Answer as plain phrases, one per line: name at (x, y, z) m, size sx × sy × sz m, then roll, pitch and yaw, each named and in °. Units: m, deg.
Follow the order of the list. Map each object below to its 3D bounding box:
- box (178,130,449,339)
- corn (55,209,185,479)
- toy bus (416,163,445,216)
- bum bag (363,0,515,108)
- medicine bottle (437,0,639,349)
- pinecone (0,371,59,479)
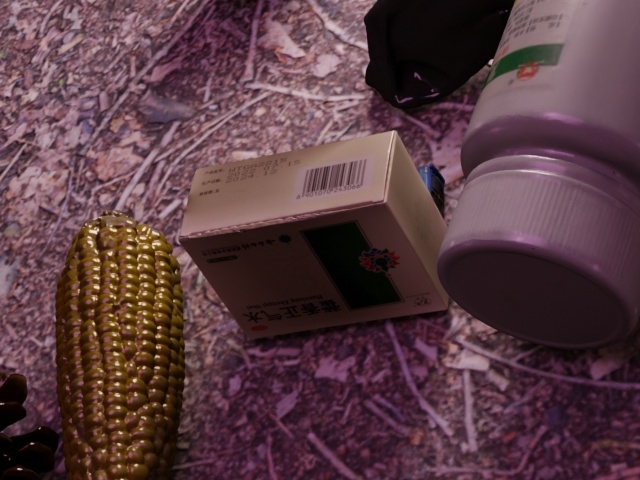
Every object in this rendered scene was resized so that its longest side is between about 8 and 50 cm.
box at (0.000, 0.000, 1.549) m, size 0.212 × 0.168 × 0.095 m, roll -10°, pitch 48°, yaw 23°
corn at (-0.195, 0.116, 1.602) m, size 0.130 × 0.130 × 0.346 m, roll -17°, pitch 54°, yaw 17°
toy bus at (0.049, -0.031, 1.630) m, size 0.153 × 0.051 × 0.061 m, roll -13°, pitch 64°, yaw 20°
bum bag at (0.153, -0.253, 1.650) m, size 0.326 × 0.080 × 0.142 m, roll -38°, pitch 84°, yaw 37°
medicine bottle at (0.236, -0.090, 1.458) m, size 0.208 × 0.208 × 0.339 m, roll 5°, pitch 59°, yaw 32°
pinecone at (-0.348, 0.250, 1.511) m, size 0.246 × 0.246 × 0.292 m, roll -35°, pitch 55°, yaw 1°
